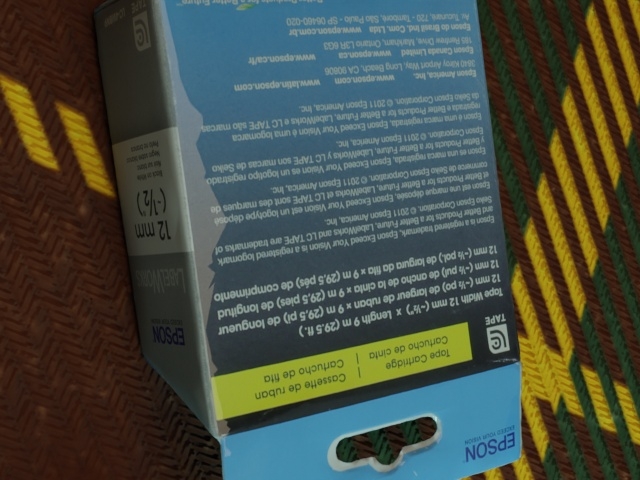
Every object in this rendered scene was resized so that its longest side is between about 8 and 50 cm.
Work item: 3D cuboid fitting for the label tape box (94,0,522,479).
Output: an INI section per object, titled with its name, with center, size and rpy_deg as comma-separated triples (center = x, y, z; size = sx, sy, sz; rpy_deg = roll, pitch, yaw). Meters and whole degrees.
[label tape box]
center = 0.000, 0.000, 0.770
size = 0.249, 0.115, 0.347
rpy_deg = -9, 94, -32
